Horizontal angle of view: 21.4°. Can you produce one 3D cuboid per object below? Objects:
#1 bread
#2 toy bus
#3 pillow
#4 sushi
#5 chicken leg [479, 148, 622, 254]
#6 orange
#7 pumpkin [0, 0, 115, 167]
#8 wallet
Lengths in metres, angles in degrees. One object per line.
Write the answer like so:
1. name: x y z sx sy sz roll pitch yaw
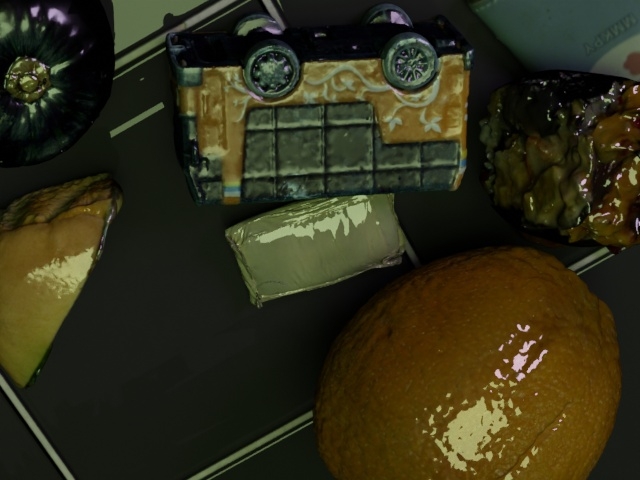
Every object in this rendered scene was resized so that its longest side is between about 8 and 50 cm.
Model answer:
1. bread: -0.328 0.022 1.892 0.133 0.174 0.251 27 109 -13
2. toy bus: -0.004 -0.148 1.876 0.323 0.162 0.194 -4 113 -8
3. pillow: 0.000 0.000 1.985 0.208 0.053 0.119 -18 115 -1
4. sushi: 0.303 -0.080 1.884 0.204 0.200 0.213 -5 111 -30
5. chicken leg: 0.268 -0.038 2.012 0.089 0.048 0.219 -42 110 11
6. orange: 0.174 0.174 1.940 0.322 0.322 0.357 43 92 -19
7. pumpkin: -0.327 -0.192 1.797 0.233 0.163 0.233 -10 113 -25
8. wallet: 0.369 -0.220 1.921 0.252 0.083 0.360 -36 114 27
